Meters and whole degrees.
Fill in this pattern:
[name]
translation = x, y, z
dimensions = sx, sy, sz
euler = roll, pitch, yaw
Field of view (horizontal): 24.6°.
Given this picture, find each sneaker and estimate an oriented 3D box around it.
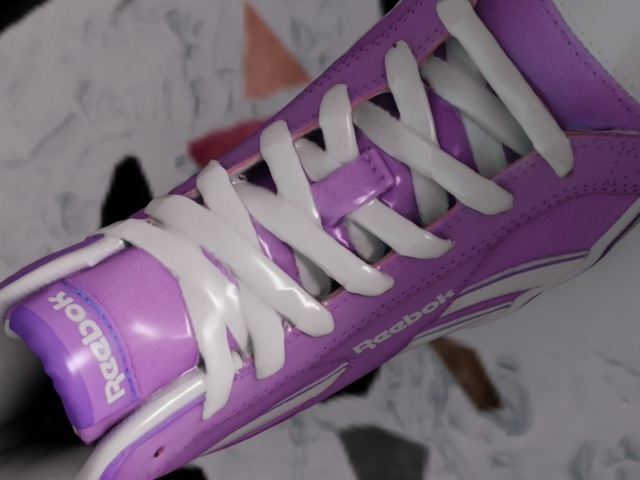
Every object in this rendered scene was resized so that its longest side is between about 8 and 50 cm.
[sneaker]
translation = 0.000, 0.001, 0.422
dimensions = 0.282, 0.161, 0.102
euler = -41, 81, 29
